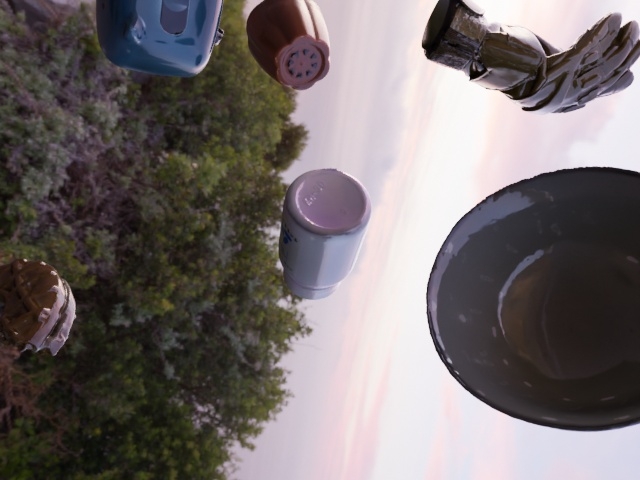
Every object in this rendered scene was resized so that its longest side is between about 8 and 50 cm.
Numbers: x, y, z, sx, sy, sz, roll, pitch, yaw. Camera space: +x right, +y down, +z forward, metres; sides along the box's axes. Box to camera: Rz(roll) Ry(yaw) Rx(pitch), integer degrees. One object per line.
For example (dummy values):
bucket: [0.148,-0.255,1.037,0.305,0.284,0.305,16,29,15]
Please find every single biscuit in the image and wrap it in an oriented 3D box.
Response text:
biscuit: [-0.700,0.165,1.279,0.268,0.366,0.115,-87,162,-46]

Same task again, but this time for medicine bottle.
medicine bottle: [0.000,0.000,1.205,0.293,0.170,0.170,101,-1,-57]

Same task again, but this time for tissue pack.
tissue pack: [-0.257,-0.416,0.956,0.206,0.198,0.287,-145,-117,-62]

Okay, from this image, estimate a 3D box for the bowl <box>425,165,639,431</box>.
bowl: [0.314,0.086,0.721,0.157,0.337,0.337,50,41,-47]

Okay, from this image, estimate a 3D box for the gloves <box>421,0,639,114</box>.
gloves: [0.306,-0.255,0.833,0.154,0.331,0.141,145,-45,-72]

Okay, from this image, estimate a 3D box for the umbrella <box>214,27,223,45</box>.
umbrella: [-0.363,-0.519,1.249,0.118,0.340,0.118,-48,-154,33]

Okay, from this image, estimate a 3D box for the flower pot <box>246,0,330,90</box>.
flower pot: [-0.058,-0.432,1.314,0.190,0.191,0.173,97,-23,-43]
